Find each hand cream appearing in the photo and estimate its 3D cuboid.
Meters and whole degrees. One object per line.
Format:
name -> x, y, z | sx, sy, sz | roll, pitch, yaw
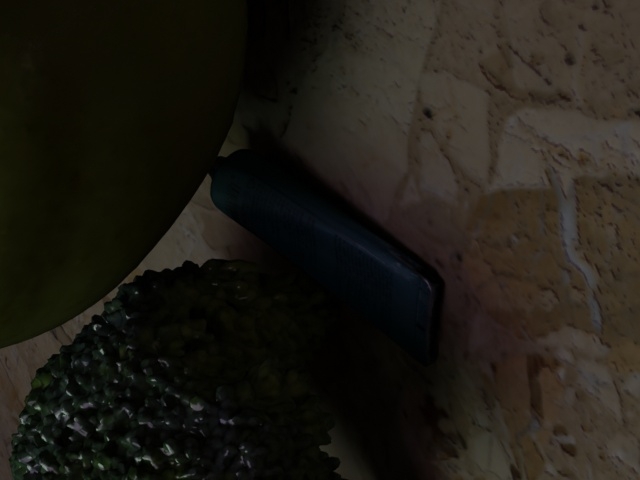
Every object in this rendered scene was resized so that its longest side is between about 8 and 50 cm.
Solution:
hand cream -> 0.000, 0.000, 1.134 | 0.224, 0.048, 0.083 | 37, 143, 33

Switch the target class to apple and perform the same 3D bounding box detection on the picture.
apple -> -0.266, -0.150, 1.038 | 0.473, 0.474, 0.473 | 41, 145, 38

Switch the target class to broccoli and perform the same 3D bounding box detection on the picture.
broccoli -> -0.063, 0.137, 1.147 | 0.375, 0.302, 0.249 | 178, 93, -73
